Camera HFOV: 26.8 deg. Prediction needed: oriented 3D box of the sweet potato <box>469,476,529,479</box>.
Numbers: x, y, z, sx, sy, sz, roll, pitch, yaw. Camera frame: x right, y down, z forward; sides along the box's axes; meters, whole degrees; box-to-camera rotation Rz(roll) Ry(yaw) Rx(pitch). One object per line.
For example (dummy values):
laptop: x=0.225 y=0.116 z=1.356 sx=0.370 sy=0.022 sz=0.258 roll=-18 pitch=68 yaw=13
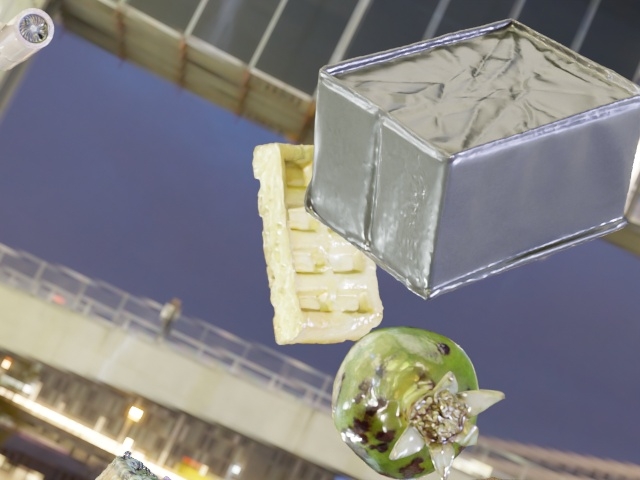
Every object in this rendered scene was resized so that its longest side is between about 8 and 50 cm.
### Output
sweet potato: x=0.292 y=0.304 z=1.434 sx=0.341 sy=0.092 sz=0.114 roll=0 pitch=22 yaw=3

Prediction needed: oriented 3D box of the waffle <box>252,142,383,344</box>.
waffle: x=0.000 y=0.000 z=1.799 sx=0.168 sy=0.274 sz=0.057 roll=0 pitch=-11 yaw=-44

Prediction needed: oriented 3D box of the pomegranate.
pomegranate: x=0.089 y=0.154 z=1.224 sx=0.148 sy=0.148 sz=0.169 roll=34 pitch=2 yaw=-33

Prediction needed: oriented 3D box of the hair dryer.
hair dryer: x=-0.465 y=-0.295 z=1.724 sx=0.220 sy=0.054 sz=0.195 roll=26 pitch=-13 yaw=-23

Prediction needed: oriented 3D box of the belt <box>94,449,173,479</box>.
belt: x=-0.115 y=0.272 z=1.048 sx=0.207 sy=0.160 sz=0.295 roll=44 pitch=-8 yaw=12

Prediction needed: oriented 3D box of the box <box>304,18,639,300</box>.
box: x=0.195 y=-0.110 z=1.672 sx=0.251 sy=0.345 sz=0.205 roll=39 pitch=-44 yaw=41
